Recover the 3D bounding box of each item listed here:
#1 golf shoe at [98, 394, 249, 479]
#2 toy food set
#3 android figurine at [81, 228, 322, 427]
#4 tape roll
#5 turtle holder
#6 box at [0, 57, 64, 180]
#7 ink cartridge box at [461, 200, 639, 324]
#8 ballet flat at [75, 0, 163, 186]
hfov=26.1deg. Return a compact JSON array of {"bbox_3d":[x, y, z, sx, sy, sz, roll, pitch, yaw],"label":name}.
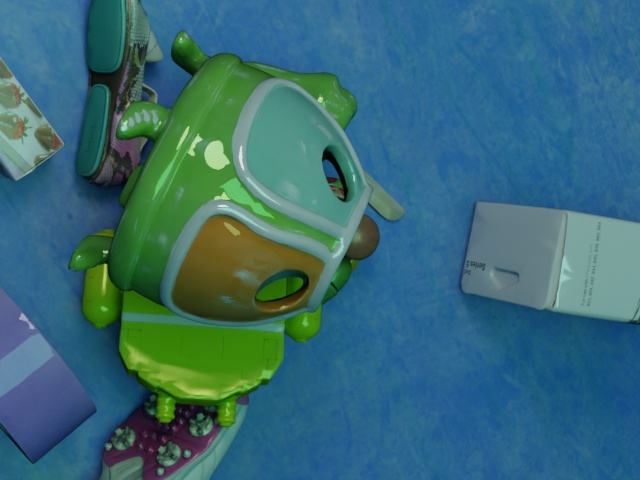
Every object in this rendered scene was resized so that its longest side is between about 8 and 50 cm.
[{"bbox_3d":[-0.176,0.273,1.445,0.306,0.115,0.140,-48,136,-17],"label":"golf shoe"},{"bbox_3d":[0.000,0.000,1.505,0.218,0.071,0.128,-44,110,-15],"label":"toy food set"},{"bbox_3d":[-0.119,0.054,1.420,0.248,0.056,0.272,3,76,-8],"label":"android figurine"},{"bbox_3d":[-0.304,0.117,1.316,0.080,0.189,0.189,-39,108,-16],"label":"tape roll"},{"bbox_3d":[-0.075,-0.048,1.326,0.228,0.320,0.243,25,104,0],"label":"turtle holder"},{"bbox_3d":[-0.370,-0.203,1.329,0.063,0.067,0.324,-40,109,-16],"label":"box"},{"bbox_3d":[0.330,0.033,1.584,0.273,0.198,0.114,9,90,-25],"label":"ink cartridge box"},{"bbox_3d":[-0.200,-0.164,1.410,0.079,0.077,0.221,0,99,-42],"label":"ballet flat"}]
